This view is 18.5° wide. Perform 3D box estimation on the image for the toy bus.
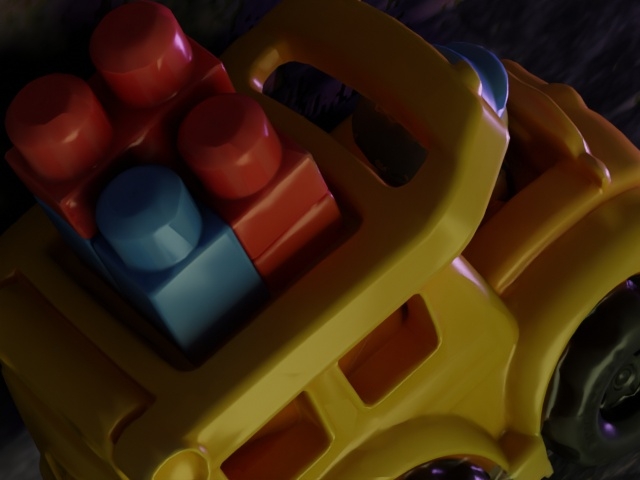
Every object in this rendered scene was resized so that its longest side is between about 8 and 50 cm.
[{"bbox_3d":[0.000,0.000,0.591,0.220,0.149,0.211,-40,139,-15],"label":"toy bus"}]
